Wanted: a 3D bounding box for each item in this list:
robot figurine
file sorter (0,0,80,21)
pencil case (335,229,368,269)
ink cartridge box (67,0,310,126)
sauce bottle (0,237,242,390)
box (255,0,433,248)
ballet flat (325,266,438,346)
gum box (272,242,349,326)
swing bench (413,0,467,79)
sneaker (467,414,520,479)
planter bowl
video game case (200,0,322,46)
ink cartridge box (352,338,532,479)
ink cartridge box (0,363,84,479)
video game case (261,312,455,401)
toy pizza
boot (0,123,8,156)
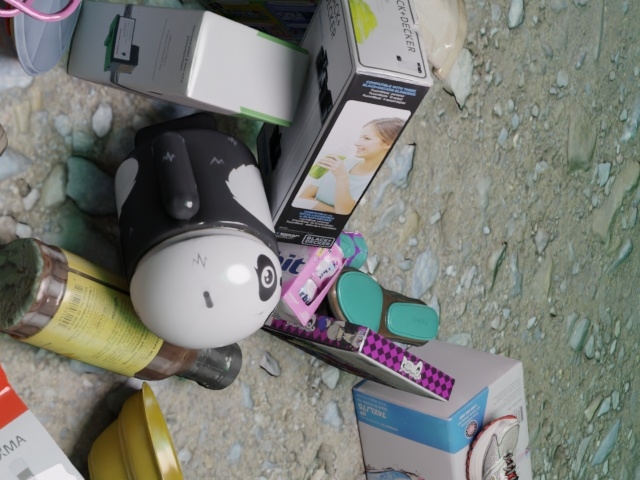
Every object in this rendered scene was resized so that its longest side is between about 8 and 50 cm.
[{"bbox_3d":[-0.136,-0.014,1.153,0.209,0.173,0.278,21,41,-39],"label":"robot figurine"},{"bbox_3d":[-0.328,-0.303,0.861,0.202,0.291,0.182,31,79,-47],"label":"file sorter"},{"bbox_3d":[0.000,0.000,1.456,0.152,0.064,0.070,22,98,-48],"label":"pencil case"},{"bbox_3d":[-0.149,-0.197,1.134,0.160,0.219,0.092,10,94,-48],"label":"ink cartridge box"},{"bbox_3d":[-0.225,0.102,1.194,0.344,0.111,0.111,32,75,-46],"label":"sauce bottle"},{"bbox_3d":[0.016,-0.142,1.156,0.087,0.290,0.169,8,52,-20],"label":"box"},{"bbox_3d":[0.068,0.109,1.527,0.280,0.096,0.095,27,67,-48],"label":"ballet flat"},{"bbox_3d":[-0.065,0.032,1.296,0.107,0.188,0.062,-56,135,-23],"label":"gum box"},{"bbox_3d":[0.028,-0.336,1.268,0.253,0.255,0.165,37,71,-46],"label":"swing bench"},{"bbox_3d":[0.272,0.368,1.519,0.088,0.093,0.225,-2,100,-46],"label":"sneaker"},{"bbox_3d":[-0.219,0.284,1.223,0.090,0.217,0.217,-17,116,-5],"label":"planter bowl"},{"bbox_3d":[-0.036,-0.262,1.245,0.193,0.212,0.023,37,73,-46],"label":"video game case"},{"bbox_3d":[0.202,0.332,1.652,0.198,0.197,0.270,-28,118,-40],"label":"ink cartridge box"},{"bbox_3d":[-0.399,0.293,1.062,0.308,0.091,0.385,-36,125,-37],"label":"ink cartridge box"},{"bbox_3d":[0.044,0.153,1.429,0.232,0.210,0.041,33,73,-46],"label":"video game case"},{"bbox_3d":[-0.280,-0.267,1.043,0.201,0.032,0.201,14,90,-89],"label":"toy pizza"},{"bbox_3d":[-0.465,-0.141,0.865,0.377,0.138,0.284,-26,117,-36],"label":"boot"}]
